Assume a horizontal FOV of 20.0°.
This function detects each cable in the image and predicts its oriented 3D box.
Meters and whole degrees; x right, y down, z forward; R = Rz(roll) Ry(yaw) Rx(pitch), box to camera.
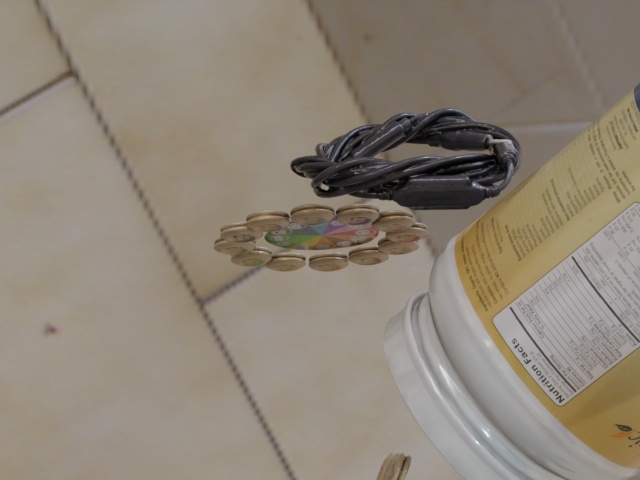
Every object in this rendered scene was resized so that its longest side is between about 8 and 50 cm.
[{"bbox_3d":[0.068,-0.070,1.443,0.184,0.150,0.047,-2,116,8],"label":"cable"}]

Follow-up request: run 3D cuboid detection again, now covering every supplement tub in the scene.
[{"bbox_3d":[0.224,0.039,1.343,0.228,0.228,0.316,40,114,-22],"label":"supplement tub"}]

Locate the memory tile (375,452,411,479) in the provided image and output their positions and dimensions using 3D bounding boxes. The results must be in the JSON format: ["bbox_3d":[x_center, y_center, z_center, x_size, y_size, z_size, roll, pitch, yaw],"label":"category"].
[{"bbox_3d":[0.037,0.242,1.478,0.012,0.113,0.148,23,83,-1],"label":"memory tile"}]

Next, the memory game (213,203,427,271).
[{"bbox_3d":[0.000,0.000,1.548,0.186,0.186,0.012,5,71,-26],"label":"memory game"}]
